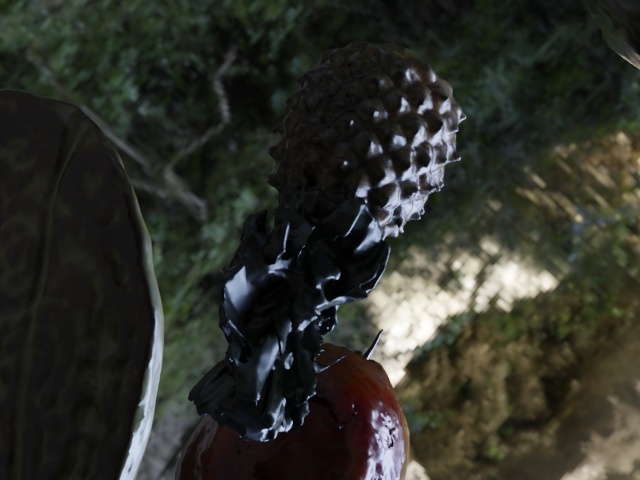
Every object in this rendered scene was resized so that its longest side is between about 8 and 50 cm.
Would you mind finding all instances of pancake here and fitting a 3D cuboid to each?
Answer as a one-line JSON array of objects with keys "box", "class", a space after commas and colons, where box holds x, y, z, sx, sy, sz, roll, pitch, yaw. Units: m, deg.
[{"box": [-0.177, 0.047, 0.716, 0.250, 0.250, 0.031, -42, 159, 21], "class": "pancake"}]

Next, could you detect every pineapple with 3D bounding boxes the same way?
[{"box": [0.000, 0.000, 0.531, 0.074, 0.074, 0.159, -21, -144, 52], "class": "pineapple"}]

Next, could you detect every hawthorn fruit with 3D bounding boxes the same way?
[{"box": [-0.011, 0.156, 1.122, 0.181, 0.181, 0.235, -21, -144, 52], "class": "hawthorn fruit"}]

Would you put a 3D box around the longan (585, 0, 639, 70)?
[{"box": [0.435, -0.296, 1.231, 0.404, 0.436, 0.404, -53, 154, -42], "class": "longan"}]
